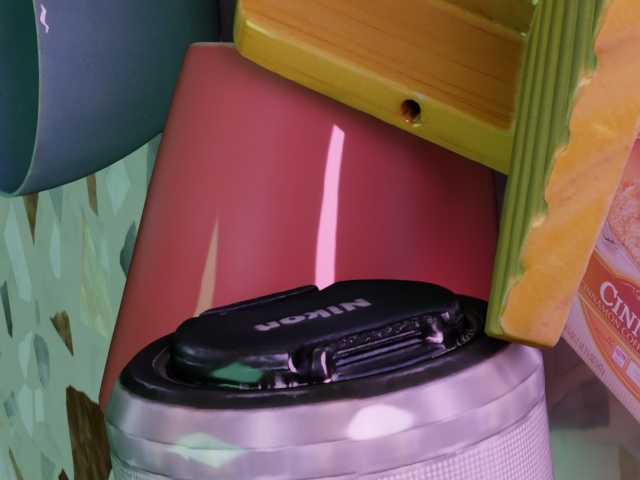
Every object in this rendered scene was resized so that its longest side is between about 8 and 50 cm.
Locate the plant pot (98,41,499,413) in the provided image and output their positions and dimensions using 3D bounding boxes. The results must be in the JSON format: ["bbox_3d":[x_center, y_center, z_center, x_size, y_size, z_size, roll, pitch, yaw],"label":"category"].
[{"bbox_3d":[0.000,0.000,1.044,0.275,0.275,0.243,15,101,62],"label":"plant pot"}]

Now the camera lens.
[{"bbox_3d":[0.014,0.169,0.817,0.219,0.219,0.274,12,112,62],"label":"camera lens"}]

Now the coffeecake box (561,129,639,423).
[{"bbox_3d":[0.198,0.010,0.769,0.142,0.068,0.185,51,142,35],"label":"coffeecake box"}]

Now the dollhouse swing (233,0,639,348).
[{"bbox_3d":[0.041,-0.174,0.759,0.315,0.305,0.346,25,134,12],"label":"dollhouse swing"}]

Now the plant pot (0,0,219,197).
[{"bbox_3d":[-0.206,-0.194,1.443,0.290,0.195,0.290,28,123,58],"label":"plant pot"}]
